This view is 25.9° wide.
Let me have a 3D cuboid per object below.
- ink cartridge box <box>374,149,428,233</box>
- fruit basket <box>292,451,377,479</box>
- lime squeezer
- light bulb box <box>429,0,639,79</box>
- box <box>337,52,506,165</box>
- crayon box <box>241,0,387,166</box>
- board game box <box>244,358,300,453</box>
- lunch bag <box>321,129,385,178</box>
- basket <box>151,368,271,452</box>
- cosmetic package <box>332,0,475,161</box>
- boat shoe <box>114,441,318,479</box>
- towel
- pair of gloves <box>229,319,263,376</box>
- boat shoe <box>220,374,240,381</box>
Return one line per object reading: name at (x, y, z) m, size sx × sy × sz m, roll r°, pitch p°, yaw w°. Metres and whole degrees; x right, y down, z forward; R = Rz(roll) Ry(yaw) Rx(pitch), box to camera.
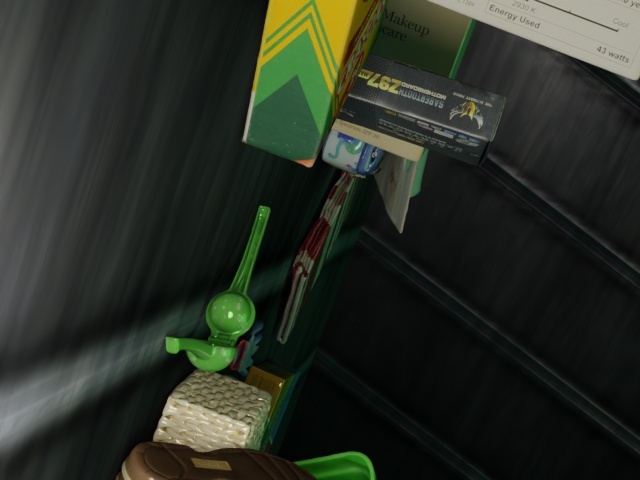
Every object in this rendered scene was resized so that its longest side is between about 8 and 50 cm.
ink cartridge box at (0.169, -0.212, 2.287) m, size 0.385 × 0.091 × 0.308 m, roll -106°, pitch -153°, yaw -67°
fruit basket at (-0.069, 0.435, 1.651) m, size 0.392 × 0.283 × 0.392 m, roll -13°, pitch 90°, yaw -70°
lime squeezer at (-0.114, 0.075, 1.540) m, size 0.310 × 0.059 × 0.110 m, roll -58°, pitch 139°, yaw -57°
light bulb box at (0.251, -0.421, 1.481) m, size 0.225 × 0.358 × 0.361 m, roll -64°, pitch 175°, yaw -60°
box at (0.089, -0.157, 1.586) m, size 0.183 × 0.233 × 0.059 m, roll 59°, pitch 50°, yaw -85°
crayon box at (0.017, -0.246, 1.296) m, size 0.318 × 0.081 × 0.202 m, roll 105°, pitch 9°, yaw -52°
board game box at (-0.120, 0.337, 2.473) m, size 0.316 × 0.064 × 0.242 m, roll 27°, pitch 85°, yaw -85°
lunch bag at (0.076, -0.206, 2.132) m, size 0.176 × 0.090 × 0.219 m, roll 6°, pitch 104°, yaw -82°
basket at (-0.126, 0.224, 1.604) m, size 0.167 × 0.113 × 0.103 m, roll -47°, pitch 156°, yaw -79°
cosmetic package at (0.117, -0.279, 1.816) m, size 0.113 × 0.160 × 0.309 m, roll -59°, pitch 168°, yaw -62°
boat shoe at (-0.109, 0.277, 1.479) m, size 0.095 × 0.257 × 0.095 m, roll -57°, pitch -145°, yaw 22°
towel at (0.000, 0.000, 2.512) m, size 0.237 × 0.037 × 0.329 m, roll 106°, pitch 8°, yaw -54°
pair of gloves at (-0.130, 0.214, 2.079) m, size 0.159 × 0.023 × 0.198 m, roll -18°, pitch 128°, yaw -82°
boat shoe at (-0.148, 0.290, 1.853) m, size 0.081 × 0.079 × 0.227 m, roll 35°, pitch 73°, yaw -81°
